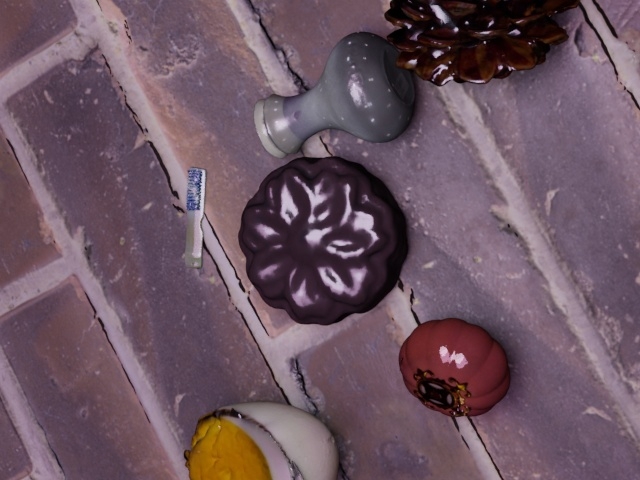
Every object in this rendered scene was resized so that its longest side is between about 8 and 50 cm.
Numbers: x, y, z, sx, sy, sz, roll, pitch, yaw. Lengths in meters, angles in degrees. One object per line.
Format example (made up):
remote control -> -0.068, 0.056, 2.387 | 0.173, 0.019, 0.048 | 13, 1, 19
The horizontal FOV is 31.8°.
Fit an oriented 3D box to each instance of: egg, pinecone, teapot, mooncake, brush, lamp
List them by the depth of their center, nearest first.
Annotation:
pinecone -> 0.242, -0.385, 1.692 | 0.298, 0.242, 0.295 | -5, 98, 4
lamp -> 0.216, 0.196, 1.785 | 0.182, 0.140, 0.182 | 21, 143, 16
teapot -> 0.021, -0.222, 1.820 | 0.251, 0.183, 0.183 | -20, 87, 30
mooncake -> 0.000, 0.000, 1.847 | 0.283, 0.141, 0.283 | 2, 96, 19
egg -> -0.083, 0.386, 1.887 | 0.286, 0.174, 0.264 | -31, 82, 41
brush -> -0.221, -0.039, 1.972 | 0.033, 0.030, 0.178 | 4, 94, 8
